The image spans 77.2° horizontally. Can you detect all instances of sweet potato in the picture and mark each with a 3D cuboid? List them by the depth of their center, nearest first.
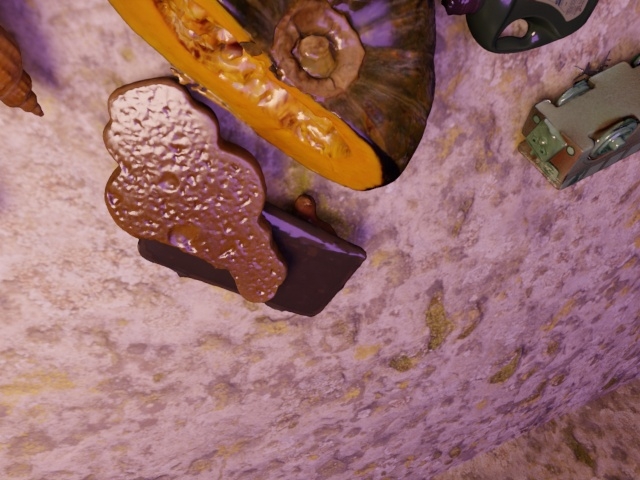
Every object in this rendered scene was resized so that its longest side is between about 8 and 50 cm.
[{"bbox_3d":[-0.001,-0.001,0.660,0.058,0.055,0.202,-29,133,-8],"label":"sweet potato"}]

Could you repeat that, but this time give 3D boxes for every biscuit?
[{"bbox_3d":[-0.147,-0.040,0.507,0.183,0.047,0.319,-33,118,14],"label":"biscuit"}]

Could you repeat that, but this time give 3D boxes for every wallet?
[{"bbox_3d":[-0.095,0.014,0.598,0.310,0.042,0.165,24,118,-23],"label":"wallet"}]

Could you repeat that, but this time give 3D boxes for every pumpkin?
[{"bbox_3d":[-0.015,-0.218,0.408,0.325,0.242,0.232,37,75,-36],"label":"pumpkin"}]

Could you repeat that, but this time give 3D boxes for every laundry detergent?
[{"bbox_3d":[0.254,-0.314,0.520,0.222,0.078,0.144,-20,135,-11],"label":"laundry detergent"}]

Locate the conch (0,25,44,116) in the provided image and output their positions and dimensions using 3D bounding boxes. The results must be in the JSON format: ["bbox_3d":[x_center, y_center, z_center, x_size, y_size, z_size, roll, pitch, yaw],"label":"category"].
[{"bbox_3d":[-0.336,-0.231,0.290,0.093,0.109,0.330,-41,135,-18],"label":"conch"}]

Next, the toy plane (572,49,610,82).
[{"bbox_3d":[0.464,-0.284,0.679,0.085,0.024,0.077,-3,145,-23],"label":"toy plane"}]

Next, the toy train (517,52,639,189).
[{"bbox_3d":[0.499,-0.211,0.668,0.327,0.129,0.159,-27,155,-5],"label":"toy train"}]
